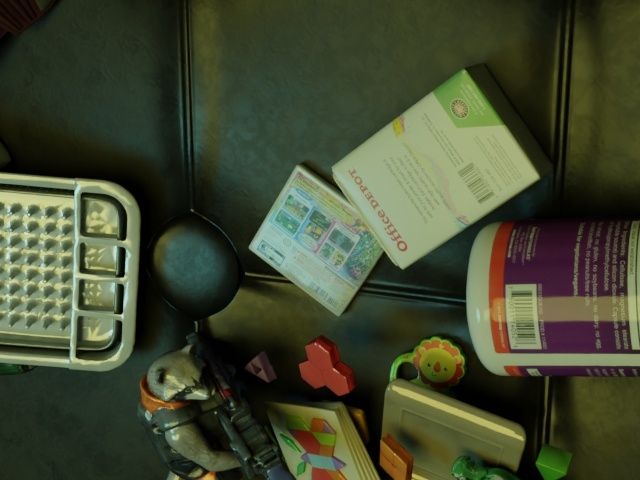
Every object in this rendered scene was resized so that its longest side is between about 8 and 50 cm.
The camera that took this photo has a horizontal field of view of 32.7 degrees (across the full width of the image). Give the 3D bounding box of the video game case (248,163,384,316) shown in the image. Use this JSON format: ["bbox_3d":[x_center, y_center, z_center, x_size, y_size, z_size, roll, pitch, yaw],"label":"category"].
[{"bbox_3d":[0.000,0.000,1.434,0.157,0.019,0.143,37,115,11],"label":"video game case"}]

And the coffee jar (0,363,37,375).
[{"bbox_3d":[-0.519,0.168,1.670,0.184,0.079,0.096,-15,99,26],"label":"coffee jar"}]

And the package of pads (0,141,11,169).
[{"bbox_3d":[-0.628,-0.165,1.610,0.229,0.101,0.296,-36,88,26],"label":"package of pads"}]

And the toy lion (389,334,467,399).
[{"bbox_3d":[0.140,0.169,1.418,0.100,0.034,0.096,7,100,22],"label":"toy lion"}]

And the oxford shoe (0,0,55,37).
[{"bbox_3d":[-0.519,-0.297,1.486,0.348,0.123,0.130,-34,68,-1],"label":"oxford shoe"}]

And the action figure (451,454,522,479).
[{"bbox_3d":[0.246,0.349,1.357,0.232,0.063,0.137,44,143,-9],"label":"action figure"}]

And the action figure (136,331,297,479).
[{"bbox_3d":[-0.152,0.291,1.429,0.341,0.179,0.330,42,147,57],"label":"action figure"}]

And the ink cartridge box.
[{"bbox_3d":[0.143,-0.087,1.306,0.212,0.093,0.154,-36,88,26],"label":"ink cartridge box"}]

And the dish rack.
[{"bbox_3d":[-0.421,0.033,1.542,0.333,0.072,0.285,5,109,-4],"label":"dish rack"}]

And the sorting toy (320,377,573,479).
[{"bbox_3d":[0.166,0.257,1.398,0.348,0.047,0.196,20,140,15],"label":"sorting toy"}]

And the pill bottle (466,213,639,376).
[{"bbox_3d":[0.336,0.061,1.217,0.323,0.181,0.181,-2,104,23],"label":"pill bottle"}]

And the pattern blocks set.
[{"bbox_3d":[0.006,0.286,1.451,0.285,0.026,0.324,-22,102,49],"label":"pattern blocks set"}]
